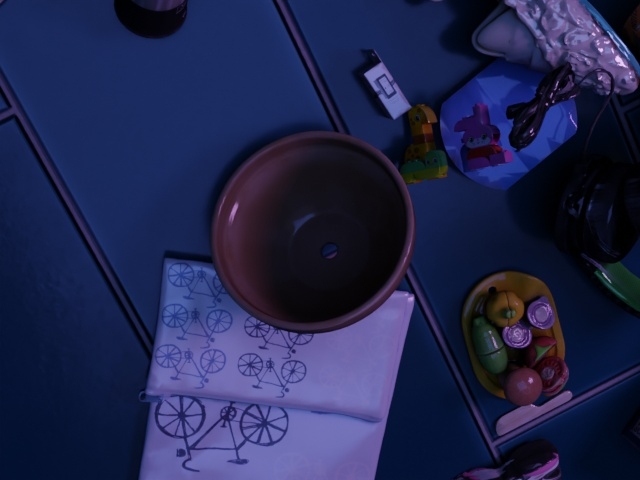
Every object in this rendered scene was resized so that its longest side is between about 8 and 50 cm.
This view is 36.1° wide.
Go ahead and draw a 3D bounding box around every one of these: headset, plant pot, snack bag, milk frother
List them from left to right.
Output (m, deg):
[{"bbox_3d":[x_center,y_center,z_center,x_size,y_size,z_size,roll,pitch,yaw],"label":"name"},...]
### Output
[{"bbox_3d":[-0.205,-0.314,1.069,0.143,0.135,0.129,9,69,-13],"label":"milk frother"},{"bbox_3d":[-0.066,0.205,1.244,0.323,0.037,0.342,9,100,-11],"label":"snack bag"},{"bbox_3d":[0.000,0.000,1.151,0.238,0.110,0.237,-4,72,14],"label":"plant pot"},{"bbox_3d":[0.359,-0.028,1.138,0.185,0.243,0.394,-46,111,-29],"label":"headset"}]

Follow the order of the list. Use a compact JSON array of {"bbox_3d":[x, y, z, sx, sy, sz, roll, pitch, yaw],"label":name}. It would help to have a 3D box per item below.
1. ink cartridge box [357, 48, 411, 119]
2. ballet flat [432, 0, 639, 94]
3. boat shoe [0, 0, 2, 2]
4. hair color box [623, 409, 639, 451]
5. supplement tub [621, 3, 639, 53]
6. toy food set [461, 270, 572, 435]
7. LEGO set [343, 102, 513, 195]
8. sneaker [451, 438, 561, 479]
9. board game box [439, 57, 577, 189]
[{"bbox_3d":[0.072,-0.188,1.179,0.028,0.048,0.083,-35,103,-1],"label":"ink cartridge box"},{"bbox_3d":[0.196,-0.302,1.140,0.147,0.147,0.409,-42,97,1],"label":"ballet flat"},{"bbox_3d":[-0.368,-0.346,1.089,0.065,0.075,0.206,32,104,30],"label":"boat shoe"},{"bbox_3d":[0.579,0.174,1.297,0.174,0.105,0.347,32,95,-13],"label":"hair color box"},{"bbox_3d":[0.514,-0.185,1.132,0.193,0.193,0.316,-42,78,1],"label":"supplement tub"},{"bbox_3d":[0.263,0.148,1.263,0.128,0.071,0.217,-19,104,-4],"label":"toy food set"},{"bbox_3d":[0.131,-0.120,1.168,0.227,0.087,0.093,-10,91,38],"label":"LEGO set"},{"bbox_3d":[0.245,0.341,1.302,0.178,0.072,0.077,-25,114,3],"label":"sneaker"},{"bbox_3d":[0.229,-0.149,1.219,0.169,0.033,0.133,-40,93,1],"label":"board game box"}]
